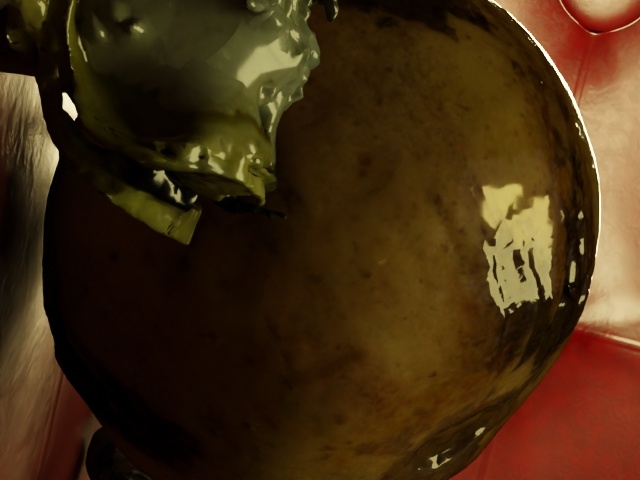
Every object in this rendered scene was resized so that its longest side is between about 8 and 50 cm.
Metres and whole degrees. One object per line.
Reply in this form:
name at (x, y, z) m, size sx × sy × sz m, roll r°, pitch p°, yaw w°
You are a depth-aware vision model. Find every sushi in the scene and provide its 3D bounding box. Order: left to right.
sushi at (-0.062, -0.146, 0.763) m, size 0.139 × 0.131 × 0.290 m, roll 21°, pitch 72°, yaw -73°

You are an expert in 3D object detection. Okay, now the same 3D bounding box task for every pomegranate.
pomegranate at (0.000, 0.000, 1.049) m, size 0.322 × 0.322 × 0.322 m, roll 14°, pitch 90°, yaw -84°

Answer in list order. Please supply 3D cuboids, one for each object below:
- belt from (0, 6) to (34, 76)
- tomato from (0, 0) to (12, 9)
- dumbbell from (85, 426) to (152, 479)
belt at (-0.123, -0.101, 0.842) m, size 0.083 × 0.036 × 0.059 m, roll -57°, pitch 154°, yaw -72°
tomato at (-0.120, -0.138, 0.558) m, size 0.174 × 0.082 × 0.166 m, roll 60°, pitch 40°, yaw -75°
dumbbell at (-0.101, 0.114, 1.322) m, size 0.254 × 0.082 × 0.081 m, roll -69°, pitch 171°, yaw -51°
